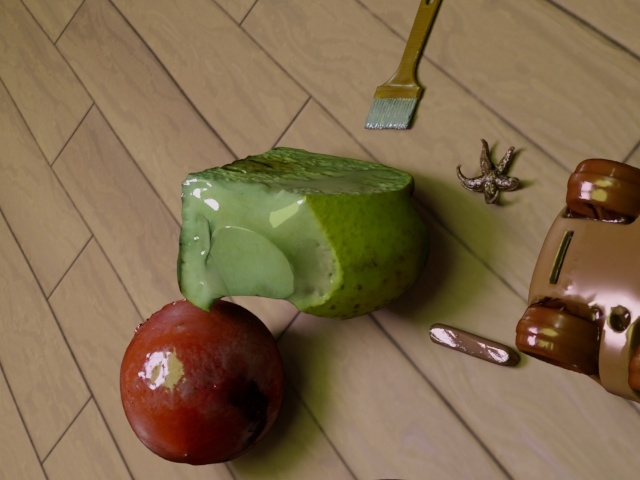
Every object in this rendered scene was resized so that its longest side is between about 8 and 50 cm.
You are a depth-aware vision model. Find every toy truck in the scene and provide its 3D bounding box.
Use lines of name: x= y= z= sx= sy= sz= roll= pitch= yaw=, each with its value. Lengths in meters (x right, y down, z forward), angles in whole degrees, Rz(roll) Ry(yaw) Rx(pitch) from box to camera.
toy truck: x=0.311 y=0.049 z=0.978 sx=0.288 sy=0.212 sz=0.204 roll=12 pitch=80 yaw=51

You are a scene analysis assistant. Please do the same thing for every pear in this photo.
pear: x=0.000 y=0.000 z=1.319 sx=0.282 sy=0.286 sz=0.176 roll=8 pitch=106 yaw=23

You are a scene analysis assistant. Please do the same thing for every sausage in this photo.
sausage: x=0.170 y=0.116 z=1.220 sx=0.116 sy=0.026 sz=0.026 roll=16 pitch=82 yaw=47

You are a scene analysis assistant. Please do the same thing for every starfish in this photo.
starfish: x=0.197 y=-0.079 z=1.287 sx=0.078 sy=0.028 sz=0.091 roll=-26 pitch=51 yaw=27

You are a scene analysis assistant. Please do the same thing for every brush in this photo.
brush: x=0.120 y=-0.246 z=1.458 sx=0.083 sy=0.010 sz=0.218 roll=10 pitch=77 yaw=47

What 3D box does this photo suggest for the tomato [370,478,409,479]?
tomato: x=0.064 y=0.352 z=1.047 sx=0.224 sy=0.256 sz=0.256 roll=45 pitch=105 yaw=28

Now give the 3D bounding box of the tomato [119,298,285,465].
tomato: x=-0.144 y=0.179 z=1.368 sx=0.208 sy=0.208 sz=0.184 roll=-49 pitch=50 yaw=15
